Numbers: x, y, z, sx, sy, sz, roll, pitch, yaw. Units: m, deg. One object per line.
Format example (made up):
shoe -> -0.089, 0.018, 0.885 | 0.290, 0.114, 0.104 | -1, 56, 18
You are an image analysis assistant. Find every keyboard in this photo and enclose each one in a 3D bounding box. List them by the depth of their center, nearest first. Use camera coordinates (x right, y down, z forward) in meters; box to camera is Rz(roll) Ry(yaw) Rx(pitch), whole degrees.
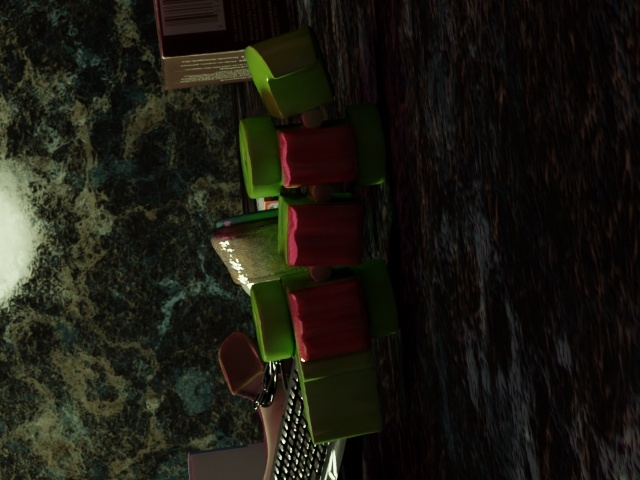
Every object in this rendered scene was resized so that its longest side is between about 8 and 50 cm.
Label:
keyboard -> -0.029, 0.200, 1.665 | 0.201, 0.033, 0.317 | 58, 148, 40

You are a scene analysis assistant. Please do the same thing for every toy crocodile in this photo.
toy crocodile -> 0.000, 0.000, 1.169 | 0.105, 0.115, 0.341 | -123, 27, -76

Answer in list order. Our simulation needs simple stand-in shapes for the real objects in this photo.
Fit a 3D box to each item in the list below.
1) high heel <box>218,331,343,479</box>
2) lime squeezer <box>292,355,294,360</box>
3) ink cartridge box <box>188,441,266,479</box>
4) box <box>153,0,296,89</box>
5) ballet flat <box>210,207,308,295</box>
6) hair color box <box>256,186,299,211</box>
high heel -> -0.003, 0.284, 1.875 | 0.181, 0.127, 0.377 | 24, -140, -52
lime squeezer -> -0.029, 0.096, 1.746 | 0.110, 0.058, 0.310 | -44, -37, -51
ink cartridge box -> -0.110, 0.509, 2.491 | 0.197, 0.198, 0.270 | -107, 12, -60
box -> -0.126, -0.296, 1.858 | 0.203, 0.167, 0.169 | 138, 125, -84
ballet flat -> -0.021, 0.018, 1.370 | 0.316, 0.107, 0.106 | -18, -84, -77
hair color box -> -0.061, -0.061, 2.068 | 0.167, 0.053, 0.093 | 98, 165, -65
